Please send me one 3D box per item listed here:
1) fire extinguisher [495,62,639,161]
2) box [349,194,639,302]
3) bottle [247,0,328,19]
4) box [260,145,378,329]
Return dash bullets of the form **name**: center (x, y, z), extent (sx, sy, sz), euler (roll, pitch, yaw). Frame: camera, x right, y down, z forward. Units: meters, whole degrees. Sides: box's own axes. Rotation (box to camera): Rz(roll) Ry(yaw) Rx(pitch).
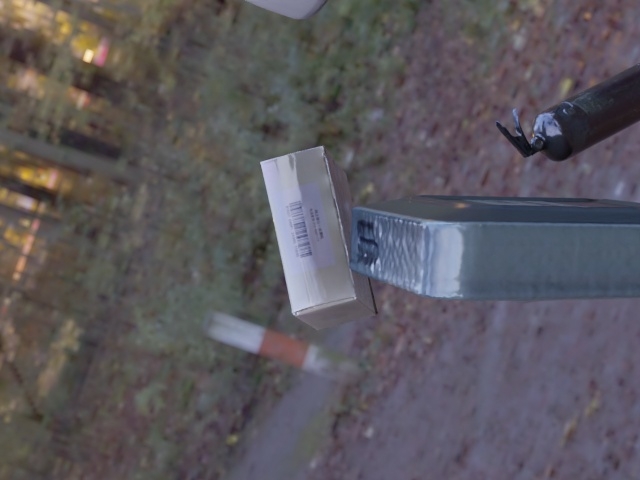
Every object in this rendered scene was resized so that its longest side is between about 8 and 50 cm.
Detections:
- **fire extinguisher**: center (0.350, -0.170, 1.834), extent (0.267, 0.089, 0.072), euler (-27, 5, -22)
- **box**: center (0.261, 0.006, 1.657), extent (0.396, 0.396, 0.111), euler (-161, 71, -76)
- **bottle**: center (-0.093, -0.318, 1.362), extent (0.147, 0.236, 0.148), euler (-51, 30, 46)
- **box**: center (0.000, 0.000, 1.879), extent (0.168, 0.095, 0.212), euler (50, -153, -75)
